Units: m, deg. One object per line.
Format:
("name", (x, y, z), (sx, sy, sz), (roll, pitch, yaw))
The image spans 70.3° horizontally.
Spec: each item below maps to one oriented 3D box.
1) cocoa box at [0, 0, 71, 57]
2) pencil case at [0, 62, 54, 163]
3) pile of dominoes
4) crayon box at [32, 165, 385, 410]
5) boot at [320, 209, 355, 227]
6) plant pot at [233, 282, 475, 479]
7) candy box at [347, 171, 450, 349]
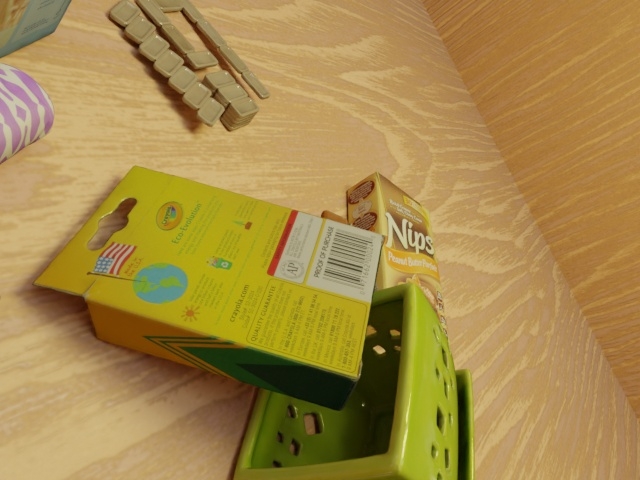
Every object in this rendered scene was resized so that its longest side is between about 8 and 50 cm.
("cocoa box", (-0.371, -0.266, 0.352), (0.228, 0.232, 0.347), (44, 39, -22))
("pencil case", (-0.328, -0.091, 0.393), (0.088, 0.086, 0.206), (39, 30, -17))
("pile of dominoes", (-0.211, -0.289, 0.743), (0.251, 0.040, 0.196), (48, 38, -3))
("crayon box", (-0.102, 0.039, 0.509), (0.319, 0.081, 0.202), (17, 46, 1))
("boot", (0.000, 0.000, 0.757), (0.197, 0.073, 0.152), (45, 37, -34))
("plant pot", (0.066, 0.222, 0.561), (0.207, 0.227, 0.228), (48, 37, -26))
("candy box", (0.145, 0.042, 0.879), (0.183, 0.088, 0.316), (30, 46, -35))
